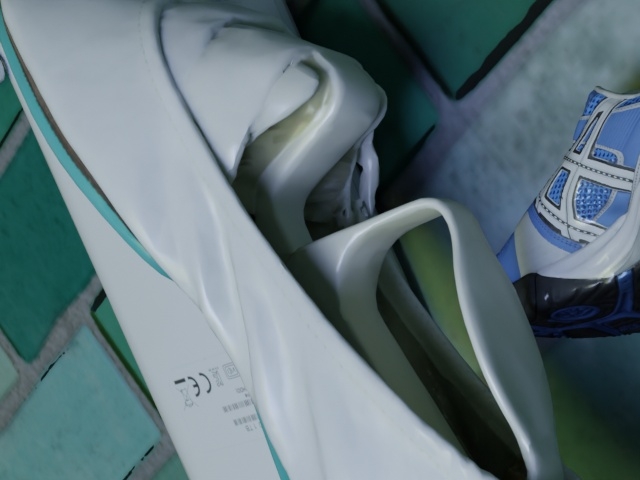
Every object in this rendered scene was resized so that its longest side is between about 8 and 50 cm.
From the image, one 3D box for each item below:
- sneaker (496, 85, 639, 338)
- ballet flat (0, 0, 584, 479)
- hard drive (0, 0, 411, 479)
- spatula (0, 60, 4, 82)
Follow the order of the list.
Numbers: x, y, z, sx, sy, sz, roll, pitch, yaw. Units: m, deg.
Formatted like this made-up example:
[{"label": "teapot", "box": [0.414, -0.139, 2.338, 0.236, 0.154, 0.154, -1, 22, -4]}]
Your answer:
[{"label": "sneaker", "box": [0.131, -0.016, 0.754, 0.211, 0.080, 0.081, -38, 55, 50]}, {"label": "ballet flat", "box": [0.000, 0.000, 0.782, 0.400, 0.139, 0.139, 58, 139, 23]}, {"label": "hard drive", "box": [-0.048, 0.004, 0.957, 0.203, 0.040, 0.307, -21, 93, 48]}, {"label": "spatula", "box": [-0.262, -0.151, 1.091, 0.242, 0.019, 0.168, -2, 105, 57]}]
